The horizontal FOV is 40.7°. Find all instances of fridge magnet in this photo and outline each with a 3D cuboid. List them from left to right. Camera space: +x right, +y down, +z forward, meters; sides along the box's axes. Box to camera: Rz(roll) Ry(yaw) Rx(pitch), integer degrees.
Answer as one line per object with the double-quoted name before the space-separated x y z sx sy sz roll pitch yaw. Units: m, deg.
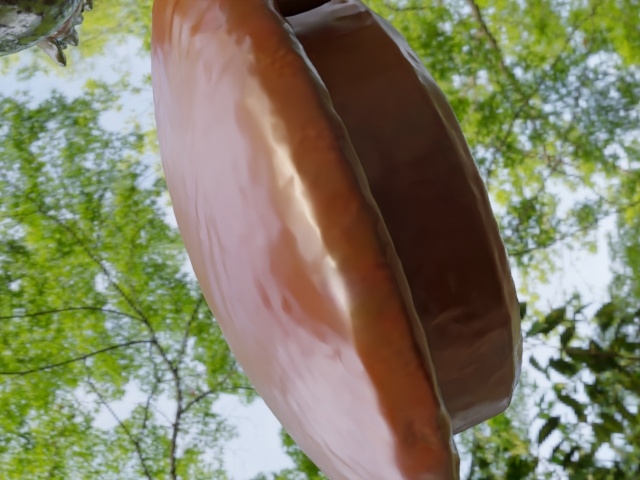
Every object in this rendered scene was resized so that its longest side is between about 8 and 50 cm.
"fridge magnet" 0.000 0.000 0.524 0.155 0.363 0.364 -22 -76 -9

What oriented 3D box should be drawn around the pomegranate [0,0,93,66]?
"pomegranate" -0.299 -0.276 0.816 0.276 0.204 0.222 1 -121 -49
